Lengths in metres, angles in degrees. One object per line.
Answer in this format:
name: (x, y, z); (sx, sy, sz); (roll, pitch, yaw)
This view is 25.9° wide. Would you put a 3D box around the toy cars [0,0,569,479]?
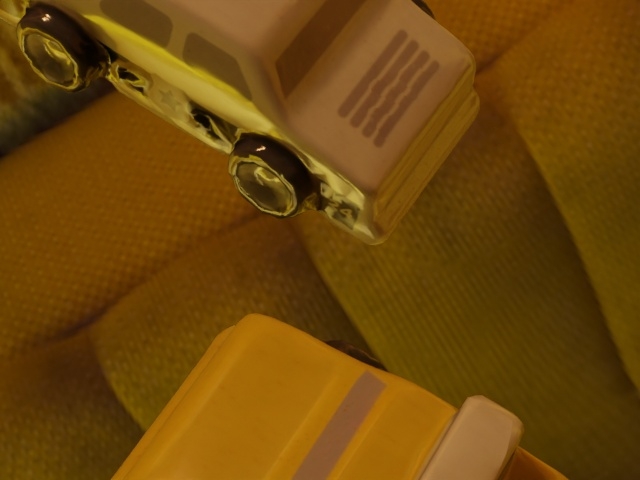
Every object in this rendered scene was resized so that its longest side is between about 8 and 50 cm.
toy cars: (0.000, 0.000, 0.458); (0.176, 0.393, 0.087); (-12, 153, -16)
